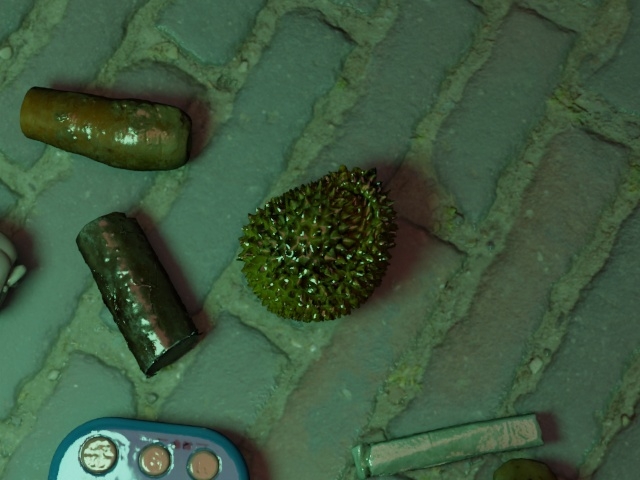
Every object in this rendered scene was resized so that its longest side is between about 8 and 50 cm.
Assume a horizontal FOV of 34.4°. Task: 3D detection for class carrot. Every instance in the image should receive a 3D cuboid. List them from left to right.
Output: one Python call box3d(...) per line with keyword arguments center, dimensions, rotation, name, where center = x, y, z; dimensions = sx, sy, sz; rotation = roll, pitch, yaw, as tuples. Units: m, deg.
box3d(center=(-0.379, -0.197, 1.857), dimensions=(0.302, 0.139, 0.138), rotation=(8, 80, 6), name="carrot")

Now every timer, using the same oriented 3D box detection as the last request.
box3d(center=(-0.295, 0.463, 1.752), dimensions=(0.340, 0.115, 0.309), rotation=(7, 79, -1), name="timer")

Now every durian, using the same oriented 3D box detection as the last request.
box3d(center=(0.006, 0.010, 1.785), dimensions=(0.293, 0.258, 0.258), rotation=(-32, 83, -18), name="durian")

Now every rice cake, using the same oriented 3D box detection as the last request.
box3d(center=(0.223, 0.360, 1.814), dimensions=(0.336, 0.063, 0.066), rotation=(-9, 78, -4), name="rice cake")

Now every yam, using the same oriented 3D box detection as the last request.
box3d(center=(-0.317, 0.090, 1.813), dimensions=(0.131, 0.131, 0.279), rotation=(-28, 80, -6), name="yam")

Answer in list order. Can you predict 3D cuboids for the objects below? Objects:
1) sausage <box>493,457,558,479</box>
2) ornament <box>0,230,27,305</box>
box3d(center=(0.440, 0.600, 1.754), dimensions=(0.136, 0.123, 0.501), rotation=(-26, 81, -35), name="sausage")
box3d(center=(-0.595, 0.057, 1.782), dimensions=(0.177, 0.177, 0.177), rotation=(0, 80, -2), name="ornament")
